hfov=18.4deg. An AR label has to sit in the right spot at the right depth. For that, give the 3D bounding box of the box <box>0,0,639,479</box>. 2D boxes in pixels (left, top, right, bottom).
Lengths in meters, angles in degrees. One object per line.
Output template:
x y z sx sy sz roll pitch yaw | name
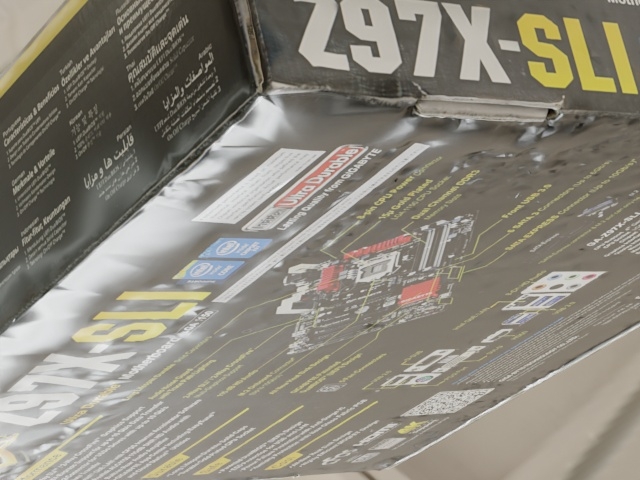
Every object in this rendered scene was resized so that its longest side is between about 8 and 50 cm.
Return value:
0.000 0.000 0.645 0.322 0.257 0.079 -38 -122 48 | box
